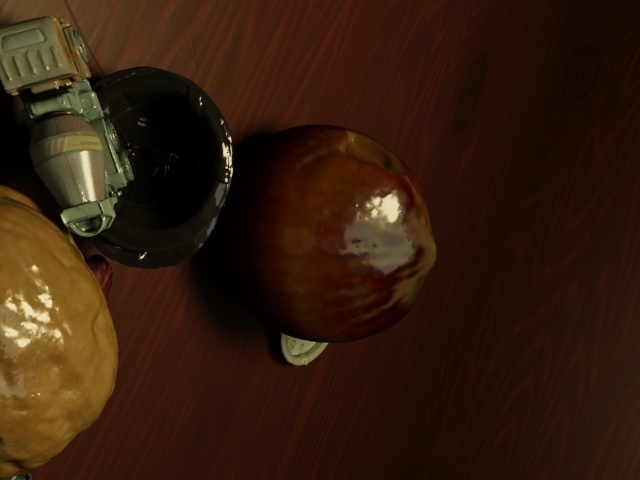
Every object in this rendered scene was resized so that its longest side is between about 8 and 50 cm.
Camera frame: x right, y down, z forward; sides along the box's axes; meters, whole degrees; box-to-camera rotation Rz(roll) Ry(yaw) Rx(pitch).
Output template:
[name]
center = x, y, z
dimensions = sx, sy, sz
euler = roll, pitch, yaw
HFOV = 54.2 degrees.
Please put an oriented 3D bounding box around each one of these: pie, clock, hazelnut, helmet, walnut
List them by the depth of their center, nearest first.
[walnut]
center = -0.396, 0.093, 0.708
dimensions = 0.306, 0.306, 0.343
euler = -38, 125, -41
[helmet]
center = -0.250, -0.109, 0.922
dimensions = 0.231, 0.160, 0.278
euler = -1, 102, -14
[pie]
center = -0.355, 0.096, 0.943
dimensions = 0.154, 0.036, 0.154
euler = -164, -90, -89
[hazelnut]
center = 0.000, 0.000, 1.187
dimensions = 0.402, 0.402, 0.429
euler = -36, 137, -42
[clock]
center = -0.030, 0.178, 1.473
dimensions = 0.236, 0.053, 0.236
euler = -30, 129, -44

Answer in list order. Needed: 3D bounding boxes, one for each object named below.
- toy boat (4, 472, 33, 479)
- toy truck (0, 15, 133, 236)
[toy boat]
center = -0.465, 0.376, 0.937
dimensions = 0.061, 0.060, 0.137
euler = 8, 94, -34
[toy truck]
center = -0.309, -0.136, 0.749
dimensions = 0.108, 0.140, 0.256
euler = -17, 104, -8
